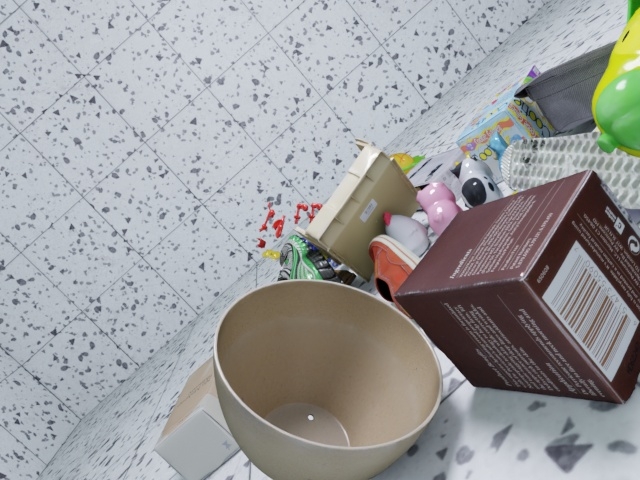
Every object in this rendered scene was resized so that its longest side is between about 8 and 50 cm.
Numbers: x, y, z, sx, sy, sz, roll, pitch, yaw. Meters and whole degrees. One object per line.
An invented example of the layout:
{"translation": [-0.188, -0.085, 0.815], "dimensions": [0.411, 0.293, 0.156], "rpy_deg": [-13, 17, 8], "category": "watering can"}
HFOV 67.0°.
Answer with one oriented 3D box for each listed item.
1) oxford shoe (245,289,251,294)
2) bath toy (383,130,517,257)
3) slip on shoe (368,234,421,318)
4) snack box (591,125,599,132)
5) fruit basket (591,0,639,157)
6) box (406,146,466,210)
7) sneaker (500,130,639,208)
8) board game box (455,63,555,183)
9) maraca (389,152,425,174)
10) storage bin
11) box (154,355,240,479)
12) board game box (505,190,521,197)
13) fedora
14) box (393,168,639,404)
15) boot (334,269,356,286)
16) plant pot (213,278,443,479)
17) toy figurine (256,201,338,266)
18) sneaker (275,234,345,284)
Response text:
{"translation": [-0.202, 0.245, 1.273], "dimensions": [0.132, 0.130, 0.364], "rpy_deg": [-30, -21, -23], "category": "oxford shoe"}
{"translation": [0.283, -0.089, 1.093], "dimensions": [0.348, 0.129, 0.151], "rpy_deg": [-37, 11, 27], "category": "bath toy"}
{"translation": [0.150, 0.068, 0.982], "dimensions": [0.101, 0.123, 0.331], "rpy_deg": [-45, 15, 2], "category": "slip on shoe"}
{"translation": [0.611, -0.270, 0.805], "dimensions": [0.322, 0.060, 0.187], "rpy_deg": [-45, 10, -20], "category": "snack box"}
{"translation": [0.455, -0.248, 0.513], "dimensions": [0.391, 0.283, 0.392], "rpy_deg": [-8, 18, 3], "category": "fruit basket"}
{"translation": [0.328, -0.171, 1.386], "dimensions": [0.169, 0.087, 0.290], "rpy_deg": [-44, 11, -12], "category": "box"}
{"translation": [0.429, -0.115, 0.720], "dimensions": [0.146, 0.102, 0.293], "rpy_deg": [-7, 16, -25], "category": "sneaker"}
{"translation": [0.466, -0.282, 1.171], "dimensions": [0.144, 0.142, 0.275], "rpy_deg": [-32, 13, 50], "category": "board game box"}
{"translation": [0.330, -0.303, 1.933], "dimensions": [0.185, 0.099, 0.127], "rpy_deg": [-14, 27, 10], "category": "maraca"}
{"translation": [0.096, -0.068, 1.178], "dimensions": [0.123, 0.260, 0.262], "rpy_deg": [33, 87, 39], "category": "storage bin"}
{"translation": [-0.249, 0.384, 1.112], "dimensions": [0.148, 0.121, 0.311], "rpy_deg": [-41, 10, 5], "category": "box"}
{"translation": [0.340, -0.032, 0.861], "dimensions": [0.170, 0.048, 0.141], "rpy_deg": [-36, 10, 30], "category": "board game box"}
{"translation": [0.530, -0.300, 0.976], "dimensions": [0.243, 0.124, 0.275], "rpy_deg": [-21, 5, 12], "category": "fedora"}
{"translation": [0.232, 0.056, 0.547], "dimensions": [0.167, 0.168, 0.203], "rpy_deg": [-47, 12, -25], "category": "box"}
{"translation": [-0.007, 0.112, 1.383], "dimensions": [0.112, 0.115, 0.305], "rpy_deg": [-43, 11, -25], "category": "boot"}
{"translation": [-0.005, 0.211, 0.642], "dimensions": [0.284, 0.284, 0.191], "rpy_deg": [-58, -17, -59], "category": "plant pot"}
{"translation": [0.000, 0.000, 1.589], "dimensions": [0.217, 0.362, 0.191], "rpy_deg": [39, -124, -66], "category": "toy figurine"}
{"translation": [-0.063, 0.082, 1.216], "dimensions": [0.146, 0.134, 0.343], "rpy_deg": [-38, 14, -6], "category": "sneaker"}
